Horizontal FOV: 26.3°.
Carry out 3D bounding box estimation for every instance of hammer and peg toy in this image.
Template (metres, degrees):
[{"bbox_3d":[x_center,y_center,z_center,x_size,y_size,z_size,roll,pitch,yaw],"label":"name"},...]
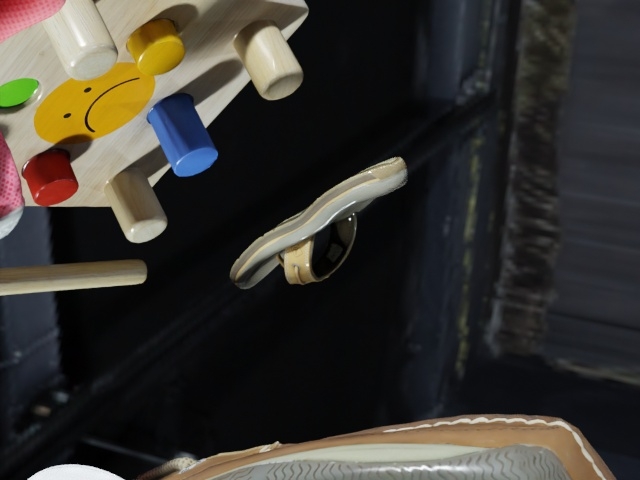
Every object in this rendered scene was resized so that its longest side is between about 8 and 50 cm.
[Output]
[{"bbox_3d":[-0.196,-0.078,1.037,0.266,0.127,0.361,-2,-34,-49],"label":"hammer and peg toy"}]

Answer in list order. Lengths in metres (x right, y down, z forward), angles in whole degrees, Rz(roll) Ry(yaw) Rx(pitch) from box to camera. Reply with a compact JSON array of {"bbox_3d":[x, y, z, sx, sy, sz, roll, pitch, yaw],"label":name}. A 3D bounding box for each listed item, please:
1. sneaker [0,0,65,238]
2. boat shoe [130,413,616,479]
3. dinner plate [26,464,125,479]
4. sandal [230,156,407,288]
[{"bbox_3d":[-0.152,-0.014,0.371,0.116,0.136,0.314,-39,28,53],"label":"sneaker"},{"bbox_3d":[-0.035,0.127,0.524,0.123,0.324,0.120,57,-148,-14],"label":"boat shoe"},{"bbox_3d":[-0.153,0.216,0.920,0.017,0.141,0.141,-41,-44,-62],"label":"dinner plate"},{"bbox_3d":[0.000,0.000,0.929,0.072,0.180,0.049,-32,-90,-46],"label":"sandal"}]
